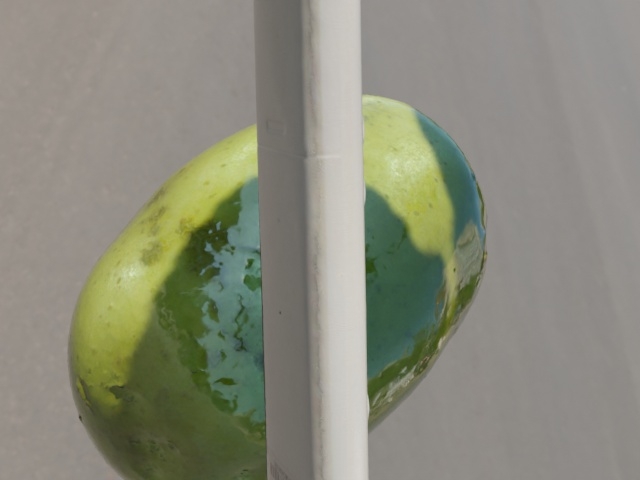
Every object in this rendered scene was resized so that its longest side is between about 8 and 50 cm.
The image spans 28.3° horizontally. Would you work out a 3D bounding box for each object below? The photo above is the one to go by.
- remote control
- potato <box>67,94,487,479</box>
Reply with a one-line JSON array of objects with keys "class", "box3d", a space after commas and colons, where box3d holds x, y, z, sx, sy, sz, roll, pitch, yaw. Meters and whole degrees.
[{"class": "remote control", "box3d": [0.000, 0.000, 0.413, 0.067, 0.029, 0.261, -155, -117, -70]}, {"class": "potato", "box3d": [-0.022, 0.037, 0.820, 0.216, 0.304, 0.216, 50, -17, 21]}]
